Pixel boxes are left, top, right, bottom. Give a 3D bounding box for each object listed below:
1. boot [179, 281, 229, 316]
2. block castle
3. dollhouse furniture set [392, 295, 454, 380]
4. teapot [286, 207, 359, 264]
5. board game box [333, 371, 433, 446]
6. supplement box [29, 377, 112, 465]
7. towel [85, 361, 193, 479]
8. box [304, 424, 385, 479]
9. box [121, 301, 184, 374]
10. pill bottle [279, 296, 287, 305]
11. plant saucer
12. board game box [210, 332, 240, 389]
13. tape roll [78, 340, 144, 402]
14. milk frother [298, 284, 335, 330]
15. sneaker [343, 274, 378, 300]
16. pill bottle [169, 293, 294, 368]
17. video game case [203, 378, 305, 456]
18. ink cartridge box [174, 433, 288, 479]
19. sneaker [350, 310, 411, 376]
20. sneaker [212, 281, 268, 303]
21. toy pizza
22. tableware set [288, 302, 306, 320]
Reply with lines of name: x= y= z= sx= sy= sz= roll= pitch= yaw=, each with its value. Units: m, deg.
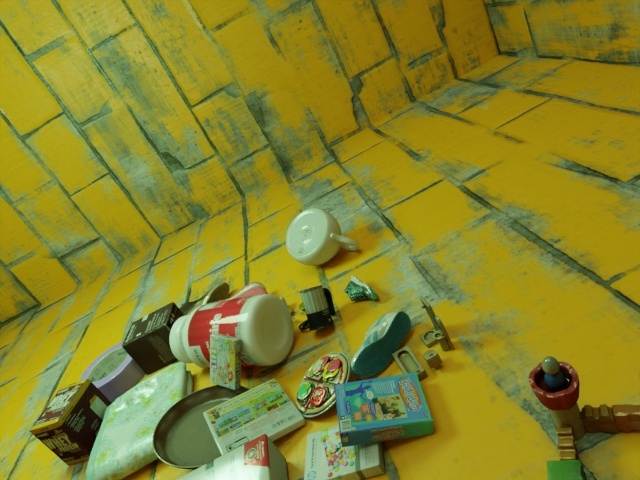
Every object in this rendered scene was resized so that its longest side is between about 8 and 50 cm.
boot: x=-0.535 y=0.273 z=2.121 sx=0.207 sy=0.090 sz=0.248 roll=-2 pitch=40 yaw=42
block castle: x=0.479 y=0.369 z=0.703 sx=0.303 sy=0.213 sz=0.453 roll=-14 pitch=28 yaw=30
dollhouse furniture set: x=0.253 y=0.259 z=1.262 sx=0.151 sy=0.123 sz=0.144 roll=-30 pitch=24 yaw=-1
teapot: x=0.000 y=0.000 z=1.977 sx=0.252 sy=0.187 sz=0.256 roll=-42 pitch=48 yaw=18
board game box: x=0.143 y=0.396 z=1.139 sx=0.210 sy=0.047 sz=0.160 roll=-9 pitch=26 yaw=1
supplement box: x=-0.835 y=0.622 z=1.656 sx=0.129 sy=0.194 sz=0.191 roll=-21 pitch=26 yaw=19
towel: x=-0.575 y=0.587 z=1.572 sx=0.320 sy=0.090 sz=0.374 roll=-30 pitch=25 yaw=0
box: x=0.054 y=0.496 z=1.127 sx=0.186 sy=0.038 sz=0.145 roll=-24 pitch=24 yaw=15
box: x=-0.640 y=0.388 z=1.924 sx=0.203 sy=0.167 sz=0.168 roll=-27 pitch=25 yaw=6
pill bottle: x=-0.185 y=0.257 z=1.810 sx=0.116 sy=0.065 sz=0.065 roll=-25 pitch=25 yaw=8
plant saucer: x=-0.313 y=0.530 z=1.367 sx=0.311 sy=0.050 sz=0.310 roll=-10 pitch=23 yaw=4
board game box: x=-0.292 y=0.369 z=1.475 sx=0.103 sy=0.154 sz=0.026 roll=4 pitch=6 yaw=32
tape roll: x=-0.835 y=0.532 z=1.957 sx=0.275 sy=0.090 sz=0.275 roll=-24 pitch=24 yaw=12
milk frother: x=-0.033 y=0.228 z=1.614 sx=0.143 sy=0.134 sz=0.129 roll=-17 pitch=-4 yaw=20
sneaker: x=0.135 y=0.180 z=1.636 sx=0.076 sy=0.065 sz=0.166 roll=-50 pitch=24 yaw=-5
pill bottle: x=-0.311 y=0.317 z=1.634 sx=0.408 sy=0.229 sz=0.229 roll=-13 pitch=29 yaw=32
video game case: x=-0.185 y=0.487 z=1.321 sx=0.227 sy=0.026 sz=0.206 roll=-21 pitch=26 yaw=-22
ink cartridge box: x=-0.213 y=0.608 z=1.109 sx=0.273 sy=0.114 sz=0.197 roll=-27 pitch=25 yaw=3
sneaker: x=0.162 y=0.294 z=1.360 sx=0.229 sy=0.087 sz=0.092 roll=-42 pitch=11 yaw=-28
sneaker: x=-0.334 y=0.277 z=1.872 sx=0.314 sy=0.116 sz=0.136 roll=-36 pitch=27 yaw=-14
toy pizza: x=0.000 y=0.390 z=1.332 sx=0.201 sy=0.032 sz=0.201 roll=-38 pitch=24 yaw=21
tableware set: x=-0.093 y=0.262 z=1.756 sx=0.154 sy=0.024 sz=0.104 roll=-44 pitch=25 yaw=-26
